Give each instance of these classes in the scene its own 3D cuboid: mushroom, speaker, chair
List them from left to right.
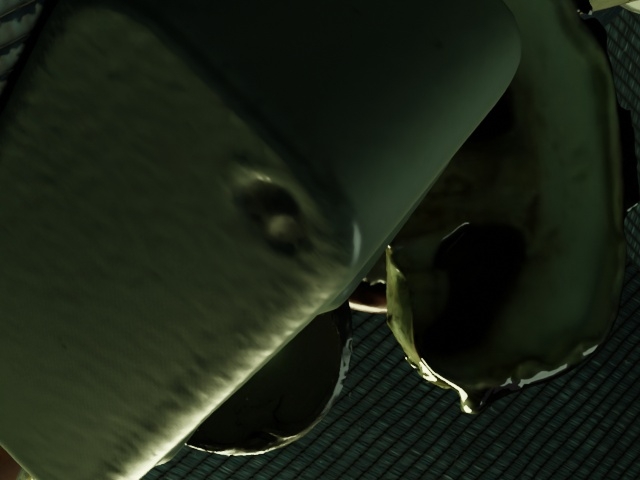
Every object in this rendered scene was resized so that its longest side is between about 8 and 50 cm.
[{"bbox_3d":[-0.070,-0.018,0.817,0.184,0.183,0.406,-45,179,-38],"label":"speaker"},{"bbox_3d":[0.000,0.000,1.244,0.226,0.226,0.401,-44,174,30],"label":"chair"},{"bbox_3d":[0.107,-0.056,1.089,0.247,0.344,0.130,-14,179,-24],"label":"mushroom"}]

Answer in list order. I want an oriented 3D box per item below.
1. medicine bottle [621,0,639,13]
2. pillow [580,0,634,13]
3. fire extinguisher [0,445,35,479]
[{"bbox_3d":[0.461,-0.398,1.865,0.143,0.143,0.258,-39,174,-30],"label":"medicine bottle"},{"bbox_3d":[0.285,-0.269,1.334,0.236,0.084,0.223,-12,168,-3],"label":"pillow"},{"bbox_3d":[-0.317,0.164,1.108,0.200,0.113,0.376,8,-153,34],"label":"fire extinguisher"}]
